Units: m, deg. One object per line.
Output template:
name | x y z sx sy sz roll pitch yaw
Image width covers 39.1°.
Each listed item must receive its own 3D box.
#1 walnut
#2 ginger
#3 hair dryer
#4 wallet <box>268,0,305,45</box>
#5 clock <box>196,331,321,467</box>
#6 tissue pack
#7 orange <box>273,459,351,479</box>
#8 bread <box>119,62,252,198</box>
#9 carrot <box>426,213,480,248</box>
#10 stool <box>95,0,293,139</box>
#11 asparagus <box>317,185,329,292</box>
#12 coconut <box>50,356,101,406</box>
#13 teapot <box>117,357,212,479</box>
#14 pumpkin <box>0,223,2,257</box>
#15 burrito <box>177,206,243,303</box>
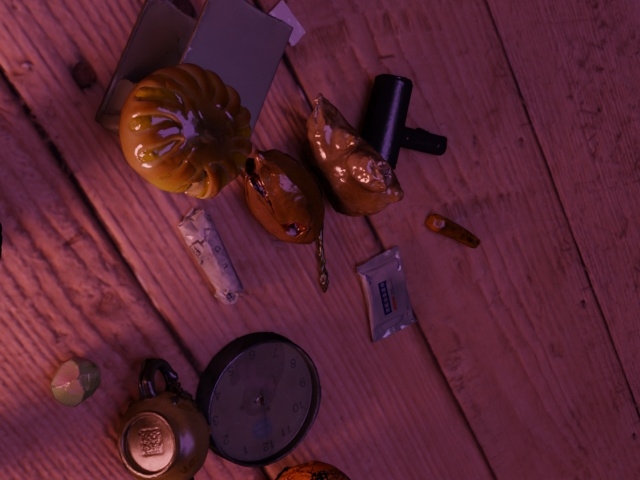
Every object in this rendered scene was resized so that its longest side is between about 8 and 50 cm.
walnut | -0.070 -0.085 1.745 0.137 0.137 0.245 -44 124 -22
ginger | 0.046 -0.157 1.757 0.123 0.219 0.270 -52 132 -18
hair dryer | 0.187 -0.233 1.941 0.251 0.089 0.197 12 90 -46
wallet | -0.065 -0.422 1.751 0.044 0.011 0.083 -51 123 -18
clock | -0.121 0.325 1.826 0.281 0.055 0.280 -7 102 -35
tissue pack | 0.145 0.120 1.998 0.123 0.026 0.193 -26 113 -29
orange | -0.013 0.567 1.840 0.182 0.234 0.234 17 89 -41
bread | -0.192 -0.164 1.348 0.213 0.105 0.213 -5 99 -35
carrot | 0.311 -0.018 2.087 0.171 0.042 0.042 25 84 -39
stool | -0.218 -0.277 1.523 0.170 0.244 0.269 25 84 -37
asparagus | 0.000 0.000 1.874 0.022 0.023 0.232 -2 104 10
coconut | -0.425 0.243 1.576 0.082 0.081 0.083 -14 107 10
teapot | -0.277 0.349 1.669 0.182 0.173 0.269 6 72 -69
pumpkin | -0.583 0.002 1.368 0.194 0.150 0.194 -2 95 -26
burrito | -0.205 0.034 1.707 0.064 0.064 0.203 -36 116 -26
